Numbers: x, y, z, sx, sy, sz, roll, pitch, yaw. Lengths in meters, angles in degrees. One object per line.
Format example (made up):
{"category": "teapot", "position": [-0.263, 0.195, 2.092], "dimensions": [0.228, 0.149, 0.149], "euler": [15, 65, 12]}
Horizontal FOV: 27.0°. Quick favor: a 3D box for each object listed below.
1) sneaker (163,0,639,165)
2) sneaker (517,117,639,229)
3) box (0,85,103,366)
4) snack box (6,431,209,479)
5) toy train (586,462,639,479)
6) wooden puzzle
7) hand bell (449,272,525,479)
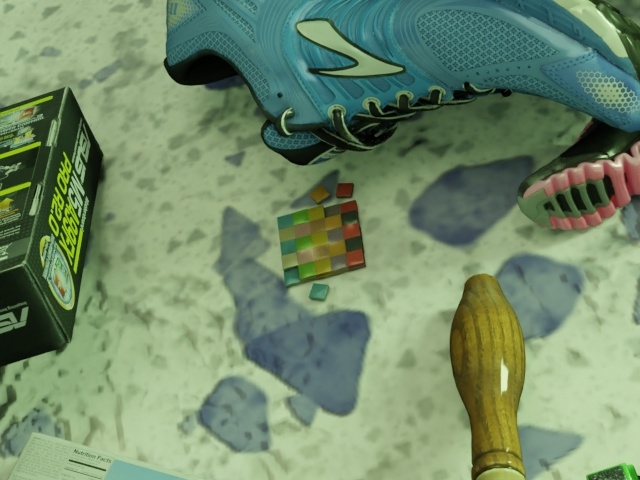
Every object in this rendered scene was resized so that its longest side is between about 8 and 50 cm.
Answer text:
{"category": "sneaker", "position": [0.044, -0.105, 0.782], "dimensions": [0.330, 0.130, 0.147], "euler": [18, 95, 31]}
{"category": "sneaker", "position": [0.160, -0.048, 0.747], "dimensions": [0.119, 0.047, 0.057], "euler": [-24, 44, -7]}
{"category": "box", "position": [-0.272, 0.017, 0.795], "dimensions": [0.270, 0.060, 0.216], "euler": [-18, 31, 6]}
{"category": "snack box", "position": [-0.092, 0.152, 0.703], "dimensions": [0.178, 0.022, 0.064], "euler": [10, 59, 25]}
{"category": "toy train", "position": [0.167, 0.109, 0.641], "dimensions": [0.083, 0.024, 0.017], "euler": [-20, 52, 6]}
{"category": "wooden puzzle", "position": [0.000, 0.000, 0.789], "dimensions": [0.049, 0.006, 0.083], "euler": [-15, 52, 9]}
{"category": "hand bell", "position": [0.086, 0.107, 0.642], "dimensions": [0.126, 0.126, 0.242], "euler": [-10, 40, 12]}
